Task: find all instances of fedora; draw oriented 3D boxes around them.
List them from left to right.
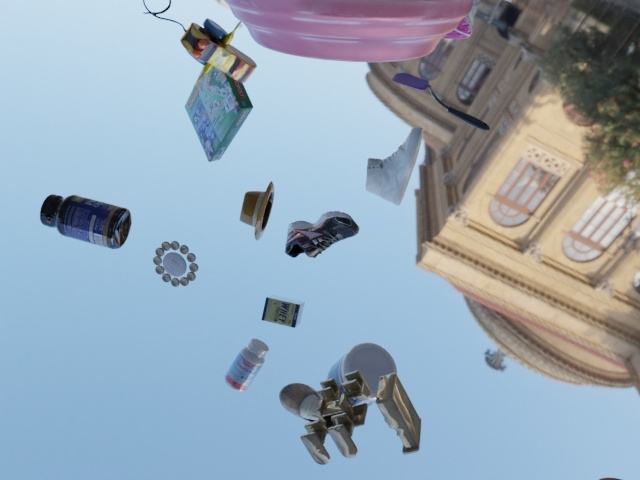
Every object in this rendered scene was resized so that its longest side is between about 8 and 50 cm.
[{"bbox_3d":[-0.192,-0.094,1.641,0.079,0.194,0.194,15,-149,1],"label":"fedora"}]

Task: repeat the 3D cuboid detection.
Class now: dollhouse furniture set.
[{"bbox_3d":[0.106,0.450,1.380,0.161,0.242,0.212,62,-158,-16],"label":"dollhouse furniture set"}]

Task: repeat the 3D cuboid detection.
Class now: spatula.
[{"bbox_3d":[0.330,-0.376,1.504,0.296,0.030,0.084,33,-140,-2],"label":"spatula"}]

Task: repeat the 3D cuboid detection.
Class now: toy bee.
[{"bbox_3d":[-0.276,-0.454,1.334,0.298,0.195,0.162,6,-144,-27],"label":"toy bee"}]

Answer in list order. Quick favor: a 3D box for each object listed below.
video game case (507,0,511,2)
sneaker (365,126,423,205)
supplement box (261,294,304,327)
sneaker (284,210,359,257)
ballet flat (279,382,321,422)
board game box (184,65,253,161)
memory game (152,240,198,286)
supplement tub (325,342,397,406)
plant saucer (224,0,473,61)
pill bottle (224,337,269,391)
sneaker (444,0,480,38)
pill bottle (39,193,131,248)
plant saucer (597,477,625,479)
[{"bbox_3d":[0.296,-0.586,1.018,0.210,0.232,0.042,20,-153,4],"label":"video game case"},{"bbox_3d":[0.250,-0.282,1.980,0.169,0.293,0.108,23,-155,13],"label":"sneaker"},{"bbox_3d":[-0.088,0.167,1.321,0.083,0.056,0.083,12,179,6],"label":"supplement box"},{"bbox_3d":[0.000,0.000,1.119,0.072,0.178,0.077,40,-128,-33],"label":"sneaker"},{"bbox_3d":[-0.006,0.562,1.843,0.106,0.108,0.316,14,161,48],"label":"ballet flat"},{"bbox_3d":[-0.320,-0.411,1.711,0.046,0.317,0.214,-18,-101,-33],"label":"board game box"},{"bbox_3d":[-0.541,0.089,2.080,0.186,0.186,0.012,30,-157,3],"label":"memory game"},{"bbox_3d":[0.130,0.474,1.896,0.191,0.272,0.191,7,-119,-14],"label":"supplement tub"},{"bbox_3d":[0.033,-0.310,0.755,0.332,0.084,0.332,3,-150,-2],"label":"plant saucer"},{"bbox_3d":[-0.232,0.395,1.773,0.087,0.160,0.087,31,-170,-6],"label":"pill bottle"},{"bbox_3d":[0.197,-0.456,0.920,0.103,0.111,0.252,16,166,37],"label":"sneaker"},{"bbox_3d":[-0.655,-0.058,1.556,0.219,0.123,0.123,15,-149,2],"label":"pill bottle"},{"bbox_3d":[0.671,0.586,1.173,0.199,0.037,0.200,13,-162,-4],"label":"plant saucer"}]
